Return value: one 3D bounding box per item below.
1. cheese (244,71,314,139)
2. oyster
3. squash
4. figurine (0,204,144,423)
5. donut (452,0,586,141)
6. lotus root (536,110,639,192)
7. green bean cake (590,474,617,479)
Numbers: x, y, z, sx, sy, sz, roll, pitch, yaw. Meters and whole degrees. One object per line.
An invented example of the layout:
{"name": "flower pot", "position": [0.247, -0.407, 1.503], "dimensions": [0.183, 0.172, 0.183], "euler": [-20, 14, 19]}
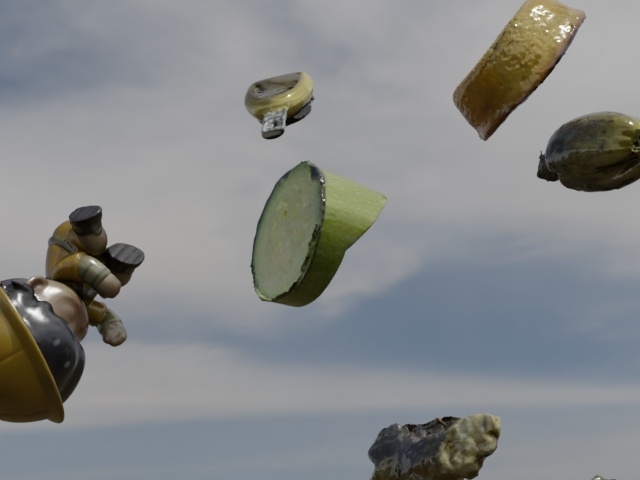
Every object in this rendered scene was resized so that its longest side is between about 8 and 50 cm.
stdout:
{"name": "cheese", "position": [-0.052, -0.155, 1.404], "dimensions": [0.086, 0.162, 0.036], "euler": [-9, -63, 7]}
{"name": "oyster", "position": [0.172, 0.380, 2.056], "dimensions": [0.110, 0.166, 0.341], "euler": [28, -23, -26]}
{"name": "squash", "position": [-0.010, 0.005, 1.719], "dimensions": [0.133, 0.220, 0.220], "euler": [26, -30, -24]}
{"name": "figurine", "position": [-0.320, 0.090, 1.372], "dimensions": [0.167, 0.256, 0.192], "euler": [7, -45, 26]}
{"name": "donut", "position": [0.353, -0.327, 2.185], "dimensions": [0.110, 0.303, 0.303], "euler": [38, -24, -1]}
{"name": "lotus root", "position": [0.192, -0.061, 0.833], "dimensions": [0.054, 0.049, 0.099], "euler": [42, -30, -25]}
{"name": "green bean cake", "position": [0.334, 0.454, 1.244], "dimensions": [0.218, 0.335, 0.319], "euler": [-33, -43, -5]}
